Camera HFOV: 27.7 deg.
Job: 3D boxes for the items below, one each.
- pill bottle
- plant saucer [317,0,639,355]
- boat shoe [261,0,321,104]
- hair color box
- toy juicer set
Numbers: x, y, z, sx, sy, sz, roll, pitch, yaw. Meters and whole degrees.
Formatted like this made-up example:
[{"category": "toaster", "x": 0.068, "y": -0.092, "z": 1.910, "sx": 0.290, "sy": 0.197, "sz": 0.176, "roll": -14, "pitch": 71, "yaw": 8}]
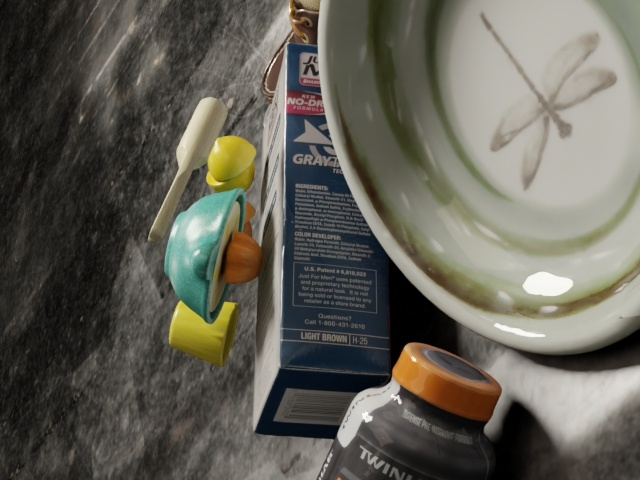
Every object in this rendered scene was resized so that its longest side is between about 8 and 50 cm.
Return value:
[{"category": "pill bottle", "x": 0.060, "y": 0.209, "z": 1.067, "sx": 0.130, "sy": 0.130, "sz": 0.245, "roll": 40, "pitch": 109, "yaw": 59}, {"category": "plant saucer", "x": 0.158, "y": -0.113, "z": 1.012, "sx": 0.400, "sy": 0.101, "sz": 0.400, "roll": 29, "pitch": 130, "yaw": 42}, {"category": "boat shoe", "x": 0.016, "y": -0.266, "z": 1.417, "sx": 0.342, "sy": 0.123, "sz": 0.123, "roll": -40, "pitch": 42, "yaw": 44}, {"category": "hair color box", "x": 0.000, "y": 0.000, "z": 1.261, "sx": 0.174, "sy": 0.105, "sz": 0.347, "roll": 112, "pitch": 161, "yaw": -60}, {"category": "toy juicer set", "x": -0.090, "y": -0.020, "z": 1.265, "sx": 0.329, "sy": 0.090, "sz": 0.209, "roll": 91, "pitch": -167, "yaw": -66}]
